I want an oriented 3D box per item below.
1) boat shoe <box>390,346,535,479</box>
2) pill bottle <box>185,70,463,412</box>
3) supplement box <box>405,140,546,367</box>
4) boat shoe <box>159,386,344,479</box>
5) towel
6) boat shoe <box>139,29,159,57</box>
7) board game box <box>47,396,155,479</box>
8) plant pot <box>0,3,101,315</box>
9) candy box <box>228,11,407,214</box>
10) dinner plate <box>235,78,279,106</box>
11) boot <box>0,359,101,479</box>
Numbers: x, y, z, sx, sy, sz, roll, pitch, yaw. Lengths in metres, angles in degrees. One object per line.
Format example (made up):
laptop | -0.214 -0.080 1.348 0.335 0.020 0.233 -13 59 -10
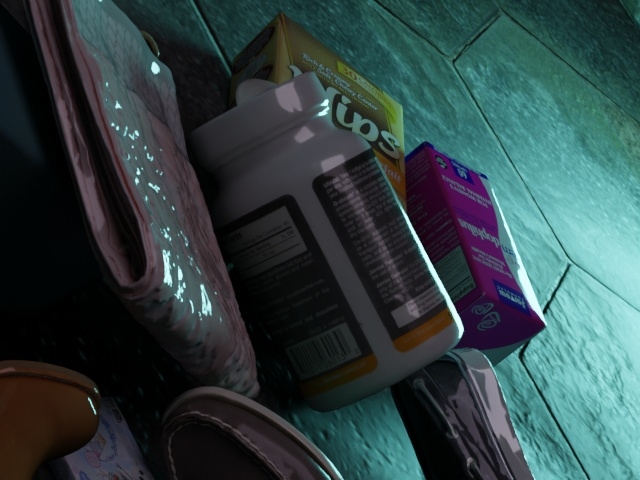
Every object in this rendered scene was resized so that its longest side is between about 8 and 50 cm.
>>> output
boat shoe | 0.145 0.245 1.796 0.102 0.108 0.301 -12 74 -26
pill bottle | 0.000 0.000 1.758 0.278 0.162 0.162 63 25 -2
supplement box | 0.135 0.022 2.067 0.111 0.114 0.220 26 35 -42
boat shoe | -0.017 0.256 1.493 0.324 0.116 0.097 54 22 -4
towel | -0.136 -0.049 1.533 0.332 0.053 0.317 56 15 -69
boat shoe | -0.187 -0.161 1.813 0.095 0.095 0.257 16 41 -50
board game box | -0.172 0.161 1.478 0.090 0.020 0.090 6 49 -57
plant pot | -0.257 -0.058 1.479 0.234 0.165 0.165 42 23 -44
candy box | -0.004 -0.081 2.008 0.183 0.087 0.316 37 29 -23
dinner plate | -0.023 -0.108 1.902 0.141 0.017 0.141 35 28 -22
boot | -0.211 0.195 1.257 0.283 0.109 0.220 0 53 -56
